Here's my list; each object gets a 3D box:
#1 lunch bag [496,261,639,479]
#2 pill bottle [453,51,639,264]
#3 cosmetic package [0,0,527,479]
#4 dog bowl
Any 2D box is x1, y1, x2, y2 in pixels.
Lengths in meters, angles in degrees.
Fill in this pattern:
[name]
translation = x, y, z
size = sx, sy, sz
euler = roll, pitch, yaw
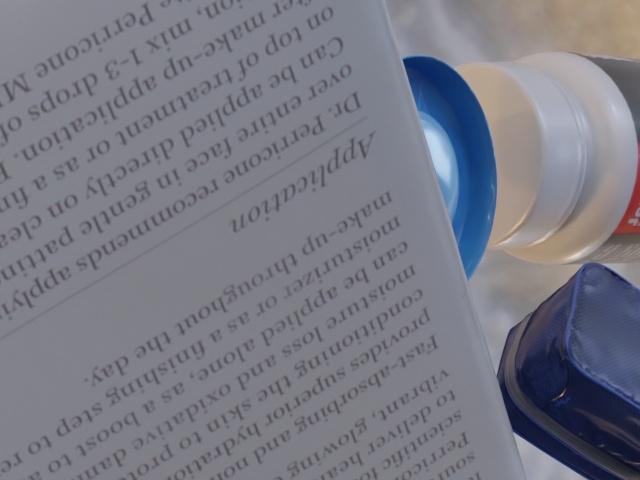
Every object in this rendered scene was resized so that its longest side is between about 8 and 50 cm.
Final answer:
[lunch bag]
translation = 0.127, 0.066, 0.866
size = 0.098, 0.067, 0.065
euler = 34, 136, -12
[pill bottle]
translation = 0.211, -0.061, 1.522
size = 0.283, 0.161, 0.161
euler = -1, 132, -44
[cosmetic package]
translation = -0.069, 0.055, 0.756
size = 0.230, 0.161, 0.453
euler = -31, 129, -15
[dog bowl]
translation = 0.000, 0.000, 1.263
size = 0.297, 0.074, 0.166
euler = -44, 123, -36
